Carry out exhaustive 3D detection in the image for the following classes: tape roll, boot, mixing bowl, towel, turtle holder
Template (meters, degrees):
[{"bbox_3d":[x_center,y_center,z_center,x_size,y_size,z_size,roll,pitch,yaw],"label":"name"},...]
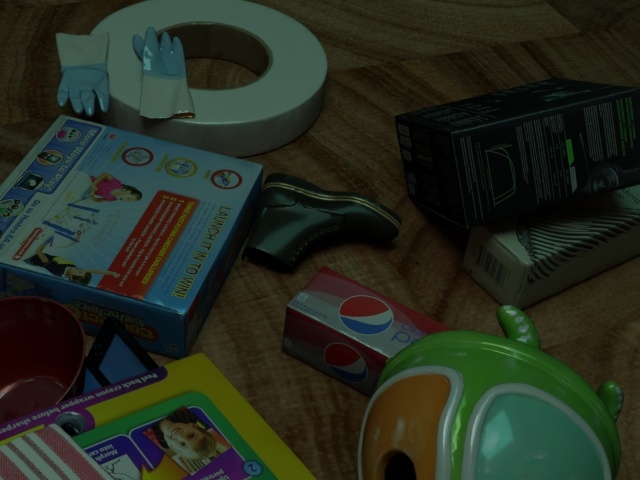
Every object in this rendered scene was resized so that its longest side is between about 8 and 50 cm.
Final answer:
[{"bbox_3d":[-0.183,-0.272,1.589,0.392,0.072,0.392,4,42,-4],"label":"tape roll"},{"bbox_3d":[0.000,0.000,1.330,0.197,0.077,0.137,14,55,7],"label":"boot"},{"bbox_3d":[-0.325,0.158,1.048,0.181,0.098,0.181,-4,47,4],"label":"mixing bowl"},{"bbox_3d":[-0.258,0.238,0.821,0.144,0.029,0.197,37,39,27],"label":"towel"},{"bbox_3d":[0.171,0.250,0.968,0.243,0.320,0.227,-10,32,29],"label":"turtle holder"}]

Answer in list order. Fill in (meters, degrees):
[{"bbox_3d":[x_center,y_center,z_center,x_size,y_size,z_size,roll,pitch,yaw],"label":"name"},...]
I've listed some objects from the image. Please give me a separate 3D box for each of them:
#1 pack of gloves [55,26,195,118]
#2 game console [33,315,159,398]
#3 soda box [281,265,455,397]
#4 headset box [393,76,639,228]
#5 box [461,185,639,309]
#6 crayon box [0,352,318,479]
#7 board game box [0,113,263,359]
[{"bbox_3d":[-0.296,-0.266,1.477,0.195,0.046,0.232,-3,43,-14],"label":"pack of gloves"},{"bbox_3d":[-0.245,0.160,1.097,0.122,0.107,0.071,42,23,31],"label":"game console"},{"bbox_3d":[0.087,0.135,1.167,0.263,0.083,0.092,25,44,19],"label":"soda box"},{"bbox_3d":[0.277,-0.132,1.356,0.283,0.131,0.246,-15,15,-11],"label":"headset box"},{"bbox_3d":[0.336,-0.007,1.358,0.275,0.094,0.113,-22,48,-29],"label":"box"},{"bbox_3d":[-0.174,0.286,0.903,0.363,0.106,0.313,-17,47,-39],"label":"crayon box"},{"bbox_3d":[-0.262,-0.016,1.277,0.302,0.086,0.308,15,42,7],"label":"board game box"}]
